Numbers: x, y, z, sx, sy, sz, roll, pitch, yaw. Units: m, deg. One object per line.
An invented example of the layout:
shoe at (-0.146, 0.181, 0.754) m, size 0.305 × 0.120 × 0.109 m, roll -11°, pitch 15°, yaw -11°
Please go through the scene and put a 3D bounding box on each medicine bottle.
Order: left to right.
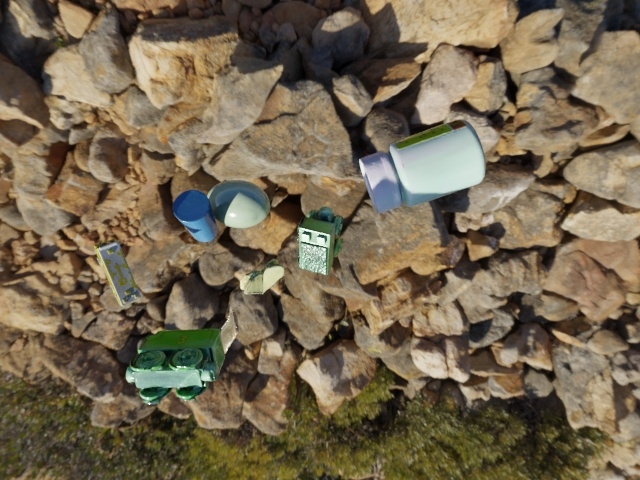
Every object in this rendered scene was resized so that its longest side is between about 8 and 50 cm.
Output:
medicine bottle at (0.205, -0.147, 0.819) m, size 0.226 × 0.139 × 0.139 m, roll -19°, pitch 101°, yaw 4°

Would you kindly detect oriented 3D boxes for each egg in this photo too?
egg at (-0.349, -0.155, 1.695) m, size 0.283 × 0.203 × 0.202 m, roll 9°, pitch 100°, yaw 15°

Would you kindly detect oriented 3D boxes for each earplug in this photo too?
earplug at (-0.473, -0.076, 1.572) m, size 0.133 × 0.273 × 0.132 m, roll 1°, pitch 68°, yaw -2°

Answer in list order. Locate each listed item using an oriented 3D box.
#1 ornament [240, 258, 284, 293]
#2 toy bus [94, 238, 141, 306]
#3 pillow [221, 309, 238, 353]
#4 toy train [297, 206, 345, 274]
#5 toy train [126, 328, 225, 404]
ornament at (-0.254, 0.179, 1.740) m, size 0.201 × 0.059 × 0.180 m, roll -27°, pitch 147°, yaw -29°
toy bus at (-0.690, 0.111, 1.361) m, size 0.081 × 0.074 × 0.226 m, roll -23°, pitch 110°, yaw -32°
pillow at (-0.433, 0.431, 1.903) m, size 0.034 × 0.135 × 0.211 m, roll 8°, pitch 132°, yaw -29°
toy train at (0.000, 0.000, 1.592) m, size 0.159 × 0.188 × 0.271 m, roll 14°, pitch 133°, yaw 13°
toy train at (-0.386, 0.329, 1.087) m, size 0.243 × 0.188 × 0.132 m, roll -3°, pitch 112°, yaw 2°
